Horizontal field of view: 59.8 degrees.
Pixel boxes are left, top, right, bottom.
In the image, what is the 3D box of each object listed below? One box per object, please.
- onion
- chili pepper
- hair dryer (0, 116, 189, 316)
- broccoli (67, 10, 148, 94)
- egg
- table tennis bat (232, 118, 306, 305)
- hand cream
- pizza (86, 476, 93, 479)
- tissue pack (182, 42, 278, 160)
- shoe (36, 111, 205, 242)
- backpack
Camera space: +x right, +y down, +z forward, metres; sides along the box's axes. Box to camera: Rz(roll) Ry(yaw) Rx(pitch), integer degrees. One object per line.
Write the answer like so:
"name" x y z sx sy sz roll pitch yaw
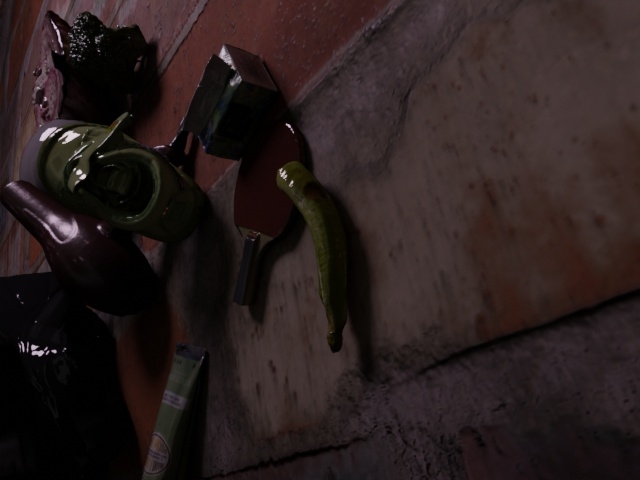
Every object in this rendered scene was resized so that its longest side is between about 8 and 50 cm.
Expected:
"onion" -0.521 -0.330 1.170 0.314 0.146 0.280 -37 59 52
"chili pepper" 0.001 0.000 0.533 0.043 0.049 0.208 74 178 -64
"hair dryer" -0.330 -0.082 0.881 0.312 0.123 0.340 41 102 15
"broccoli" -0.389 -0.342 1.022 0.145 0.138 0.162 58 165 9
"egg" -0.469 -0.109 1.049 0.176 0.176 0.231 17 107 52
"table tennis bat" -0.067 -0.031 0.645 0.130 0.019 0.220 17 96 51
"hand cream" -0.199 0.256 0.743 0.086 0.055 0.235 -2 75 49
"pizza" -0.492 0.505 1.023 0.278 0.114 0.408 -30 60 45
"tissue pack" -0.118 -0.171 0.684 0.111 0.079 0.085 -54 47 31
"shoe" -0.281 -0.094 0.775 0.140 0.262 0.128 -60 -9 -15
"backpack" -0.496 0.227 0.905 0.446 0.363 0.254 43 121 29
